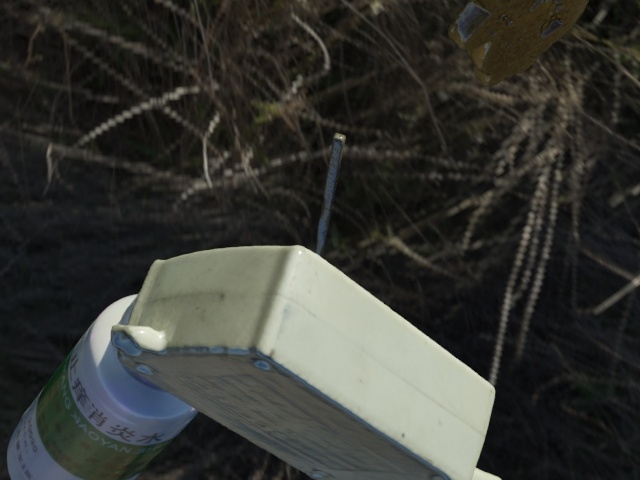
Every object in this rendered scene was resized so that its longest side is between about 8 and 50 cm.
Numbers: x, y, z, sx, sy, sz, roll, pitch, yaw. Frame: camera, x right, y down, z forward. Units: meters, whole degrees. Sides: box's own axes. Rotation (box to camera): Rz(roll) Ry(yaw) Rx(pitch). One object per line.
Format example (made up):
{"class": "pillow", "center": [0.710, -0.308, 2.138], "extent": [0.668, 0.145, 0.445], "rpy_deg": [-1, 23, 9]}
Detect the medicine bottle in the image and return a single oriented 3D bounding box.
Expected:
{"class": "medicine bottle", "center": [-0.137, 0.107, 1.018], "extent": [0.095, 0.095, 0.260], "rpy_deg": [25, 140, -15]}

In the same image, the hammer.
{"class": "hammer", "center": [0.000, 0.000, 1.431], "extent": [0.029, 0.058, 0.292], "rpy_deg": [18, 141, 7]}

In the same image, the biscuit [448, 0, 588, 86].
{"class": "biscuit", "center": [0.207, -0.241, 1.472], "extent": [0.184, 0.249, 0.035], "rpy_deg": [-35, 70, -4]}

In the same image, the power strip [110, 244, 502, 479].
{"class": "power strip", "center": [0.011, 0.055, 0.506], "extent": [0.175, 0.075, 0.042], "rpy_deg": [37, 60, -37]}
